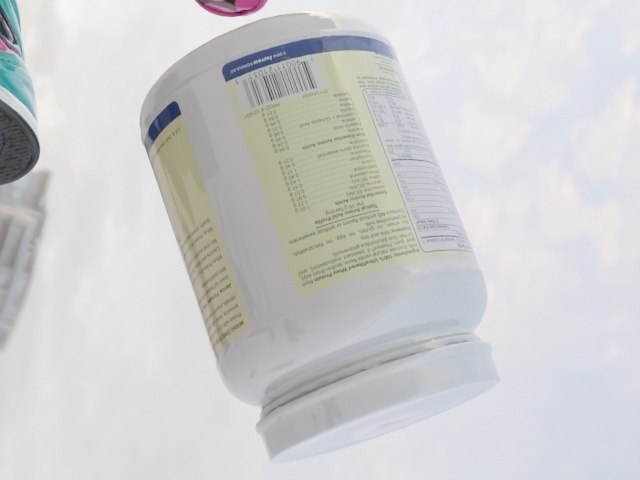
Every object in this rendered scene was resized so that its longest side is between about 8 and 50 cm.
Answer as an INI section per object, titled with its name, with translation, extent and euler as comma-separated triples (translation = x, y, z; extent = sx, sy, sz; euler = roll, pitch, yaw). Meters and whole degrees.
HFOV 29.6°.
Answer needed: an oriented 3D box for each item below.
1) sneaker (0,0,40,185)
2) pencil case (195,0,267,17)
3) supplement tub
[sneaker]
translation = -0.333, -0.191, 0.955
extent = 0.124, 0.295, 0.178
euler = -30, -137, 12
[pencil case]
translation = -0.057, -0.301, 1.050
extent = 0.095, 0.098, 0.209
euler = 7, -117, 20
[supplement tub]
translation = 0.000, 0.000, 1.014
extent = 0.235, 0.235, 0.325
euler = -35, -111, 45
